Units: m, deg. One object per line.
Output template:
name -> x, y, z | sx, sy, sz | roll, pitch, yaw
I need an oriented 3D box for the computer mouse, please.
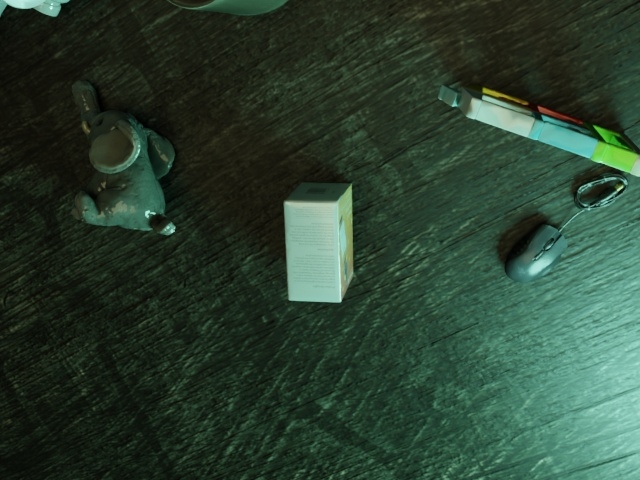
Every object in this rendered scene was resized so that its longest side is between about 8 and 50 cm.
computer mouse -> 0.393, -0.017, 1.258 | 0.071, 0.041, 0.242 | 42, 110, -2

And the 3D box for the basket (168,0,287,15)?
basket -> -0.150, -0.409, 1.155 | 0.204, 0.227, 0.154 | 10, 109, 8

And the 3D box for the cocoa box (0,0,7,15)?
cocoa box -> -0.731, -0.357, 1.299 | 0.231, 0.228, 0.347 | 42, 111, -3

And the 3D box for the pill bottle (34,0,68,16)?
pill bottle -> -0.436, -0.436, 1.294 | 0.067, 0.067, 0.120 | 32, 111, 1

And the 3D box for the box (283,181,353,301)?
box -> 0.000, 0.000, 1.303 | 0.090, 0.130, 0.171 | 1, 108, 11

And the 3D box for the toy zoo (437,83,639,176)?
toy zoo -> 0.314, -0.174, 1.145 | 0.293, 0.192, 0.030 | 21, 110, 6

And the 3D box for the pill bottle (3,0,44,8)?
pill bottle -> -0.493, -0.453, 1.218 | 0.221, 0.124, 0.124 | 48, 116, 35

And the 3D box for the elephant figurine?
elephant figurine -> -0.336, -0.145, 1.330 | 0.185, 0.169, 0.240 | 7, 94, -20
